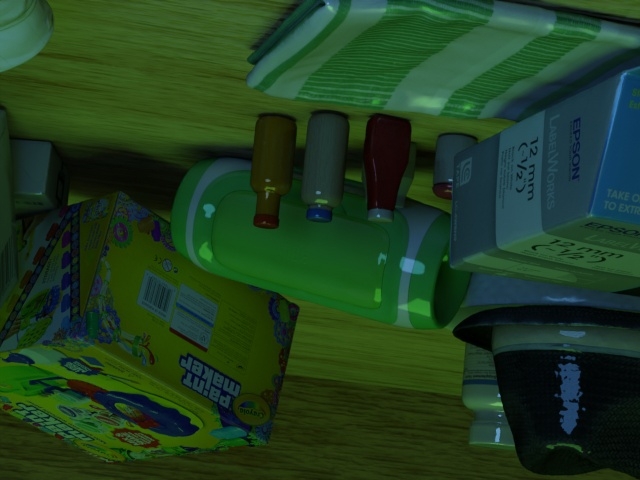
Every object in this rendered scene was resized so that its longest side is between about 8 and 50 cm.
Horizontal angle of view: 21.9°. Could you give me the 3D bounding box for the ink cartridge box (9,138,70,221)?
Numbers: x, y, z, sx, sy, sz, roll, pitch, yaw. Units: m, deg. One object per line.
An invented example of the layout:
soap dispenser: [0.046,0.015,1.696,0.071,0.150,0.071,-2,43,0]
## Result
ink cartridge box: [-0.337,-0.063,1.821,0.104,0.060,0.180,5,169,1]

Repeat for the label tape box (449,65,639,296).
label tape box: [0.290,-0.037,1.330,0.249,0.115,0.347,9,168,-21]

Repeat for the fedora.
fedora: [0.286,0.168,1.703,0.334,0.152,0.334,5,169,1]

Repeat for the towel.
towel: [0.124,-0.133,1.285,0.325,0.038,0.248,9,168,-15]

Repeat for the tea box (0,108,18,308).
tea box: [-0.488,0.030,1.557,0.323,0.220,0.329,7,-146,5]

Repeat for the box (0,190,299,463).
box: [-0.232,0.108,1.856,0.279,0.177,0.290,-13,144,42]

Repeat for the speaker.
speaker: [0.000,0.000,1.679,0.296,0.131,0.131,15,173,23]

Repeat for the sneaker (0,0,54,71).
sneaker: [-0.338,-0.167,1.173,0.292,0.108,0.169,3,166,6]

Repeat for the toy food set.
toy food set: [0.055,-0.052,1.554,0.232,0.104,0.111,10,168,-22]

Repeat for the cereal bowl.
cereal bowl: [0.289,0.033,1.771,0.339,0.141,0.339,5,169,1]

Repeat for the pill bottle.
pill bottle: [0.264,0.182,2.334,0.124,0.221,0.124,5,169,1]
